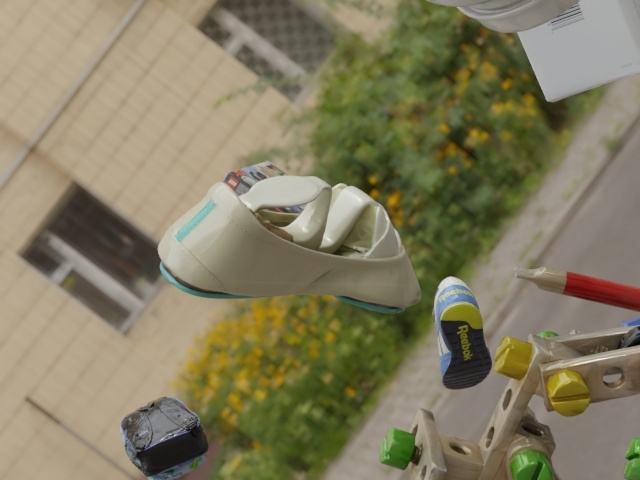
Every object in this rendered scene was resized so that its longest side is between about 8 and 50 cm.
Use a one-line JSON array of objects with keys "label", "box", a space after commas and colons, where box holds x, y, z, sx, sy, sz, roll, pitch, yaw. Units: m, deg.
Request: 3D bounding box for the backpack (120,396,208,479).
[{"label": "backpack", "box": [-0.214, 0.270, 2.059, 0.105, 0.084, 0.114, -23, 28, -18]}]

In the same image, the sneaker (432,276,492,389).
[{"label": "sneaker", "box": [0.143, 0.096, 1.555, 0.144, 0.053, 0.059, 84, 173, -45]}]

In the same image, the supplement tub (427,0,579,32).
[{"label": "supplement tub", "box": [0.095, -0.334, 1.243, 0.228, 0.316, 0.228, -33, 39, 31]}]

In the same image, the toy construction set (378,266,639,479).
[{"label": "toy construction set", "box": [0.187, 0.143, 1.394, 0.309, 0.237, 0.257, -78, 3, -46]}]

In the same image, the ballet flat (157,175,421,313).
[{"label": "ballet flat", "box": [0.000, 0.000, 0.979, 0.086, 0.086, 0.248, -52, -28, 21]}]

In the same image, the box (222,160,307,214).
[{"label": "box", "box": [-0.020, -0.021, 1.418, 0.027, 0.137, 0.094, -58, -13, 19]}]

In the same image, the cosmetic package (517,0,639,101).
[{"label": "cosmetic package", "box": [0.327, -0.319, 1.830, 0.138, 0.224, 0.225, -17, 14, 35]}]
